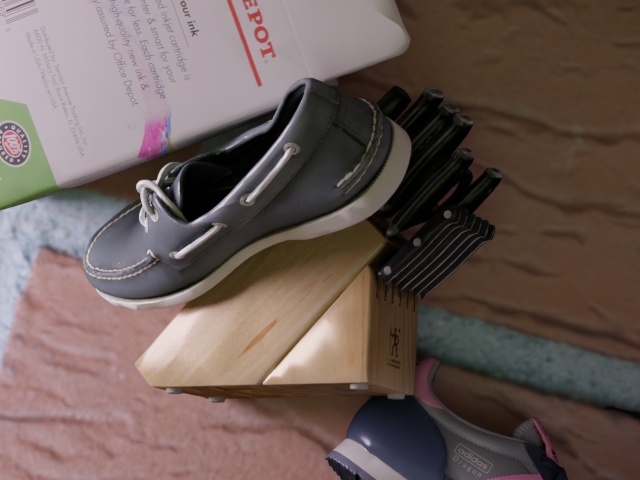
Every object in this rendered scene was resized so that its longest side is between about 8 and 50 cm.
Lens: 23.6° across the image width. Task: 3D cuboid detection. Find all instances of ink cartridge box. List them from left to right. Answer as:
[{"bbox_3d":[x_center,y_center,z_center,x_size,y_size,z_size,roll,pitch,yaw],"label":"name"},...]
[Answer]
[{"bbox_3d":[-0.121,-0.175,1.170,0.353,0.119,0.207,-19,93,10],"label":"ink cartridge box"}]

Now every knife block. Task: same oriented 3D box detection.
[{"bbox_3d":[0.000,0.000,1.184,0.275,0.088,0.242,-4,76,27],"label":"knife block"}]

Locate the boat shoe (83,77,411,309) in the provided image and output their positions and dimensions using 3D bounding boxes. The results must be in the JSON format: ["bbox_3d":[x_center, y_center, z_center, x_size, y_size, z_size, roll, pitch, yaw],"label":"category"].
[{"bbox_3d":[-0.081,-0.038,1.131,0.319,0.116,0.099,-21,136,39],"label":"boat shoe"}]

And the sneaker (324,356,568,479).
[{"bbox_3d":[0.167,0.210,1.174,0.319,0.112,0.131,34,74,6],"label":"sneaker"}]
